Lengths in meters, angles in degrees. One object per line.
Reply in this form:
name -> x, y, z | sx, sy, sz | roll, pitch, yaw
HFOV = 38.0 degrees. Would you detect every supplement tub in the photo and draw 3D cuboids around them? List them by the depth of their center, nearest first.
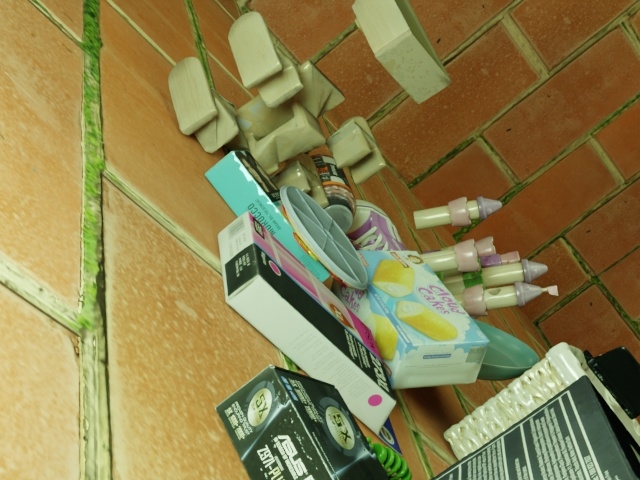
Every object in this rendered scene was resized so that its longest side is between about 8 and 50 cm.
supplement tub -> 0.012, -0.086, 1.828 | 0.106, 0.106, 0.198 | 44, 13, -29

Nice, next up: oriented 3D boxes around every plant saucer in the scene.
plant saucer -> 0.232, 0.182, 1.670 | 0.318, 0.043, 0.317 | 14, 11, -3

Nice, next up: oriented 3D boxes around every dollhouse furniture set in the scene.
dollhouse furniture set -> -0.014, -0.292, 1.623 | 0.362, 0.394, 0.256 | 36, 28, -49

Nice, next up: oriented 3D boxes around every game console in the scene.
game console -> 0.499, 0.223, 1.523 | 0.122, 0.071, 0.107 | 52, 14, -1

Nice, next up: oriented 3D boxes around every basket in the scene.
basket -> 0.436, 0.391, 1.598 | 0.331, 0.266, 0.328 | 56, 13, 23

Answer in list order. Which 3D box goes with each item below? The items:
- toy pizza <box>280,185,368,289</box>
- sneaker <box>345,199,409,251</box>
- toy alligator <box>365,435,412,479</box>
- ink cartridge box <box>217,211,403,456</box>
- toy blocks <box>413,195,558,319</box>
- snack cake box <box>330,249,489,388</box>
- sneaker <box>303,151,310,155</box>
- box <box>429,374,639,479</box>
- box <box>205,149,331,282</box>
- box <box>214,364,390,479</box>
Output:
toy pizza -> 0.000, 0.000, 1.420 | 0.201, 0.032, 0.201 | 47, 14, -16
sneaker -> 0.138, 0.037, 1.951 | 0.282, 0.102, 0.161 | 43, 18, -35
toy alligator -> 0.057, 0.259, 1.113 | 0.190, 0.051, 0.056 | 44, 14, -30
ink cartridge box -> 0.005, 0.132, 1.283 | 0.371, 0.069, 0.175 | 47, 12, -28
toy blocks -> 0.352, 0.085, 1.962 | 0.288, 0.260, 0.308 | -82, 159, -64
snack cake box -> 0.137, 0.120, 1.501 | 0.152, 0.089, 0.264 | -1, 32, -24
sneaker -> -0.056, -0.219, 1.998 | 0.108, 0.100, 0.271 | 54, 11, -12
box -> 0.208, 0.321, 0.906 | 0.182, 0.294, 0.296 | 53, 12, -3
box -> -0.073, -0.030, 1.463 | 0.244, 0.060, 0.100 | 52, 12, 1
box -> -0.003, 0.227, 0.927 | 0.180, 0.077, 0.147 | 58, 13, 30
